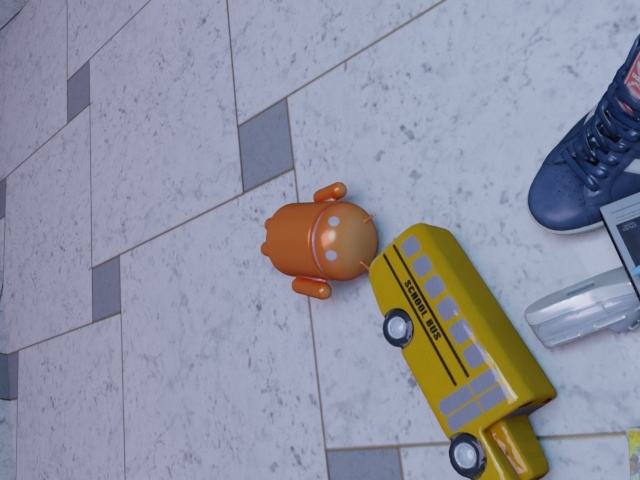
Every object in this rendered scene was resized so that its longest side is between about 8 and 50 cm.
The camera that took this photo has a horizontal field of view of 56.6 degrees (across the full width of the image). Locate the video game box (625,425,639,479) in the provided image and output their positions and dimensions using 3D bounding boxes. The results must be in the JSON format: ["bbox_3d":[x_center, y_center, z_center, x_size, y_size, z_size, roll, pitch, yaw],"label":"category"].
[{"bbox_3d":[0.396,0.283,0.553,0.205,0.048,0.187,-12,77,59],"label":"video game box"}]

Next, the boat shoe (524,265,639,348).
[{"bbox_3d":[0.330,0.077,0.679,0.184,0.066,0.063,-28,93,26],"label":"boat shoe"}]

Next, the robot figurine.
[{"bbox_3d":[0.000,-0.002,0.954,0.219,0.128,0.158,2,42,44],"label":"robot figurine"}]

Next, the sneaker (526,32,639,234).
[{"bbox_3d":[0.345,-0.145,0.636,0.350,0.148,0.131,-49,54,27],"label":"sneaker"}]

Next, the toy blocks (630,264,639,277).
[{"bbox_3d":[0.363,-0.026,0.574,0.148,0.054,0.123,-37,35,33],"label":"toy blocks"}]

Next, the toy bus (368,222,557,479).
[{"bbox_3d":[0.185,0.146,0.769,0.130,0.108,0.333,-45,55,27],"label":"toy bus"}]

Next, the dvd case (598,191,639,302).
[{"bbox_3d":[0.401,0.032,0.569,0.179,0.029,0.239,-24,51,23],"label":"dvd case"}]
